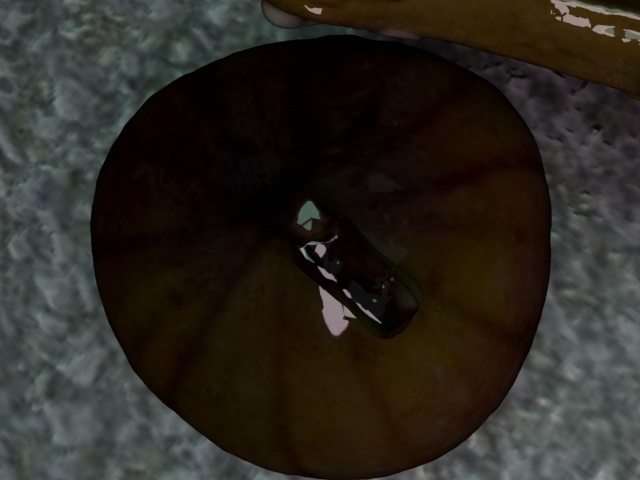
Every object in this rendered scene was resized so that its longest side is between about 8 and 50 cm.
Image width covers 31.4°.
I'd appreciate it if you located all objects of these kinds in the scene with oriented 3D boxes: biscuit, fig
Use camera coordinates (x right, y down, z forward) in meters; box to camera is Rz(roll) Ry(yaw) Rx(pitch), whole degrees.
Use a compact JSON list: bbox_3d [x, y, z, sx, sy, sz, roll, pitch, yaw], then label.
[{"bbox_3d":[0.182,-0.092,0.549,0.432,0.283,0.064,19,121,13],"label":"biscuit"},{"bbox_3d":[0.002,0.000,0.573,0.235,0.214,0.235,-15,57,23],"label":"fig"}]
